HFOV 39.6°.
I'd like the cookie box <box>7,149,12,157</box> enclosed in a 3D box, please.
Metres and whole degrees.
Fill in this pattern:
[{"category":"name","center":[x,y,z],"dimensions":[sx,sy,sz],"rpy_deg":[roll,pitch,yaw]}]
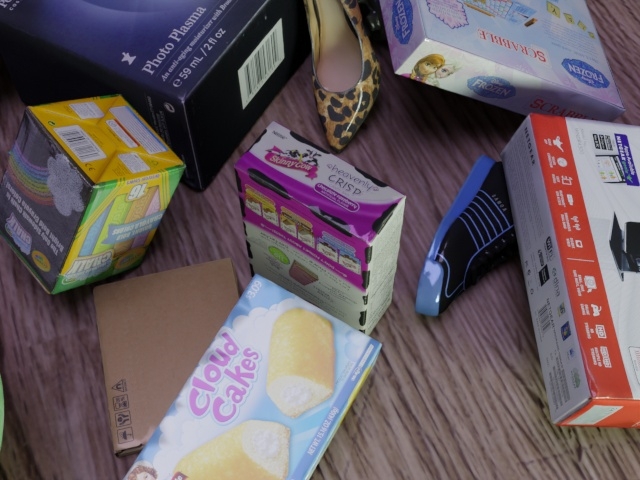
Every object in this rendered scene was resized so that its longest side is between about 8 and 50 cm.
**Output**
[{"category":"cookie box","center":[-0.310,-0.095,1.077],"dimensions":[0.107,0.092,0.040],"rpy_deg":[-36,63,-19]}]

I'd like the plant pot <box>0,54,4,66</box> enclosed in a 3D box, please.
[{"category":"plant pot","center":[-0.494,-0.266,1.163],"dimensions":[0.237,0.110,0.237],"rpy_deg":[-3,57,4]}]

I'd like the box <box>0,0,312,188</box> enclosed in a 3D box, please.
[{"category":"box","center":[-0.202,-0.272,1.131],"dimensions":[0.294,0.183,0.296],"rpy_deg":[25,62,16]}]

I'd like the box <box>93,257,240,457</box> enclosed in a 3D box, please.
[{"category":"box","center":[-0.159,0.124,0.986],"dimensions":[0.164,0.021,0.201],"rpy_deg":[-12,60,-7]}]

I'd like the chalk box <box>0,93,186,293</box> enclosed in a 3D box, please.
[{"category":"chalk box","center":[-0.269,-0.036,0.996],"dimensions":[0.132,0.213,0.132],"rpy_deg":[46,37,18]}]

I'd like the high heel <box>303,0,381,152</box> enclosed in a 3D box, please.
[{"category":"high heel","center":[0.003,-0.245,1.073],"dimensions":[0.093,0.186,0.261],"rpy_deg":[7,90,27]}]

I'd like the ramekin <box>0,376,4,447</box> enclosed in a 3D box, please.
[{"category":"ramekin","center":[-0.419,0.192,0.800],"dimensions":[0.303,0.148,0.304],"rpy_deg":[-20,59,37]}]

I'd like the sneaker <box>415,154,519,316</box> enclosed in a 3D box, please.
[{"category":"sneaker","center":[0.187,-0.002,1.023],"dimensions":[0.090,0.081,0.232],"rpy_deg":[21,61,18]}]

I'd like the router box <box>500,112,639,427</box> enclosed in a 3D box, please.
[{"category":"router box","center":[0.371,0.031,0.960],"dimensions":[0.301,0.082,0.336],"rpy_deg":[4,59,-14]}]

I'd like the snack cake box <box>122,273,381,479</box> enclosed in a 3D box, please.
[{"category":"snack cake box","center":[-0.069,0.186,0.889],"dimensions":[0.152,0.089,0.264],"rpy_deg":[29,69,8]}]

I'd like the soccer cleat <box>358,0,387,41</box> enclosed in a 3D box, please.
[{"category":"soccer cleat","center":[0.058,-0.413,1.205],"dimensions":[0.121,0.093,0.289],"rpy_deg":[-27,97,-17]}]

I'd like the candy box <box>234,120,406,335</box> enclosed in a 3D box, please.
[{"category":"candy box","center":[0.000,0.000,0.935],"dimensions":[0.159,0.233,0.071],"rpy_deg":[31,64,16]}]

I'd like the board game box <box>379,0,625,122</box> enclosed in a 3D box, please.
[{"category":"board game box","center":[0.212,-0.307,1.128],"dimensions":[0.318,0.066,0.318],"rpy_deg":[12,54,-28]}]
